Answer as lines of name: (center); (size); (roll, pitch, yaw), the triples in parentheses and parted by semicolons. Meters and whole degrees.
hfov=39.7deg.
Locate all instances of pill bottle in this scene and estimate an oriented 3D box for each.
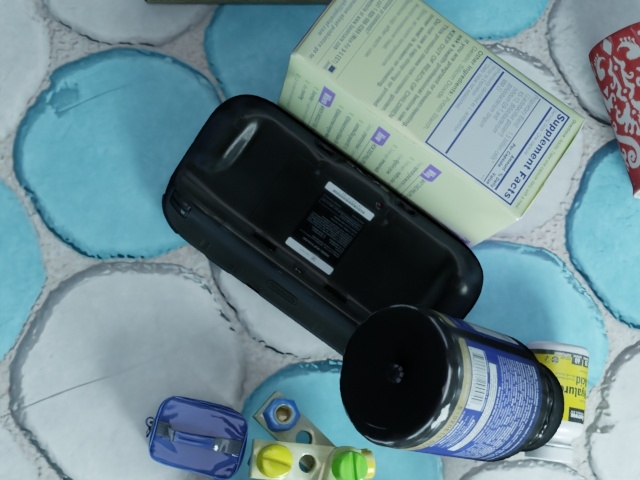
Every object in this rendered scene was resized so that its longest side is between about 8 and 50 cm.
pill bottle: (0.236, 0.164, 0.901); (0.065, 0.065, 0.116); (9, 78, -7)
pill bottle: (0.130, 0.136, 0.808); (0.219, 0.123, 0.123); (21, 72, -44)

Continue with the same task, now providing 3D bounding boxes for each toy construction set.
toy construction set: (0.071, 0.284, 0.818); (0.328, 0.151, 0.215); (16, 71, 2)

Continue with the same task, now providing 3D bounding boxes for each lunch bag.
lunch bag: (-0.118, 0.185, 0.843); (0.098, 0.065, 0.067); (15, 77, -6)

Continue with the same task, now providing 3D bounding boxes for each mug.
mug: (0.372, -0.143, 0.980); (0.113, 0.150, 0.169); (-24, 76, 24)

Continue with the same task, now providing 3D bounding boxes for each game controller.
game controller: (0.000, 0.000, 0.875); (0.319, 0.067, 0.166); (36, 101, -1)

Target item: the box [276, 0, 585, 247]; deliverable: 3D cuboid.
box: (0.088, -0.112, 0.857); (0.243, 0.213, 0.117); (37, 76, 0)

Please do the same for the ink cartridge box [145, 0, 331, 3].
ink cartridge box: (-0.065, -0.315, 0.886); (0.235, 0.193, 0.088); (-2, 79, -10)
